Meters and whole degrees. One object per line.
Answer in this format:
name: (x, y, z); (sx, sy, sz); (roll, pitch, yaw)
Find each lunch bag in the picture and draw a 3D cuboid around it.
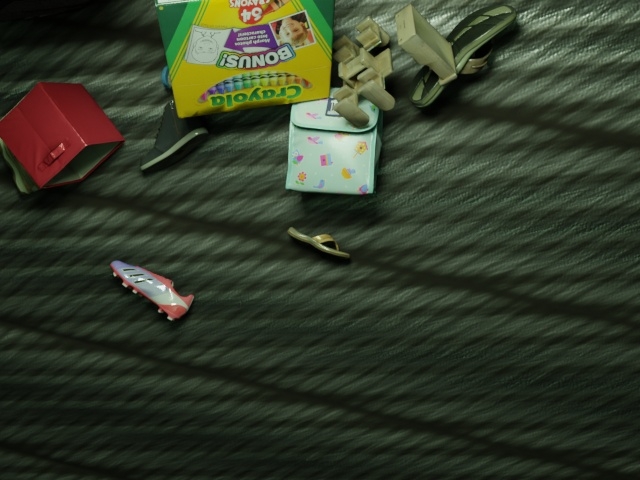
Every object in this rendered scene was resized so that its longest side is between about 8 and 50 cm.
lunch bag: (0.038, -0.243, 1.636); (0.223, 0.160, 0.262); (5, 94, 11)

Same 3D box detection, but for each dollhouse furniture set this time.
dollhouse furniture set: (0.160, -0.389, 1.530); (0.242, 0.212, 0.161); (-27, 139, 35)

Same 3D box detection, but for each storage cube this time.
storage cube: (-0.655, -0.268, 1.705); (0.183, 0.215, 0.193); (-37, 92, 18)

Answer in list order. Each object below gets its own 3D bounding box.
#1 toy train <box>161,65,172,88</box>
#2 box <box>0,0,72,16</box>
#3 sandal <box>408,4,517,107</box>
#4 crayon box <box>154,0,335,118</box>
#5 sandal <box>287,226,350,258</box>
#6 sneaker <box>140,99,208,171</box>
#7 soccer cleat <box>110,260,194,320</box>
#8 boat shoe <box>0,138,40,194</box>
toy train: (-0.318, -0.484, 1.648); (0.143, 0.105, 0.248); (9, 109, 20)
box: (-0.622, -0.734, 1.386); (0.297, 0.471, 0.480); (-21, 109, -32)
sandal: (0.332, -0.425, 1.570); (0.086, 0.120, 0.303); (32, 114, -32)
crayon box: (-0.157, -0.433, 1.473); (0.363, 0.106, 0.313); (-9, 146, -8)
sandal: (0.000, 0.000, 1.769); (0.180, 0.072, 0.049); (27, 88, 4)
sneaker: (-0.395, -0.271, 1.742); (0.222, 0.083, 0.118); (-30, 82, 23)
soccer cleat: (-0.469, 0.123, 1.875); (0.248, 0.083, 0.095); (38, 79, 1)
boat shoe: (-0.806, -0.221, 1.821); (0.072, 0.068, 0.190); (-16, 114, 0)
